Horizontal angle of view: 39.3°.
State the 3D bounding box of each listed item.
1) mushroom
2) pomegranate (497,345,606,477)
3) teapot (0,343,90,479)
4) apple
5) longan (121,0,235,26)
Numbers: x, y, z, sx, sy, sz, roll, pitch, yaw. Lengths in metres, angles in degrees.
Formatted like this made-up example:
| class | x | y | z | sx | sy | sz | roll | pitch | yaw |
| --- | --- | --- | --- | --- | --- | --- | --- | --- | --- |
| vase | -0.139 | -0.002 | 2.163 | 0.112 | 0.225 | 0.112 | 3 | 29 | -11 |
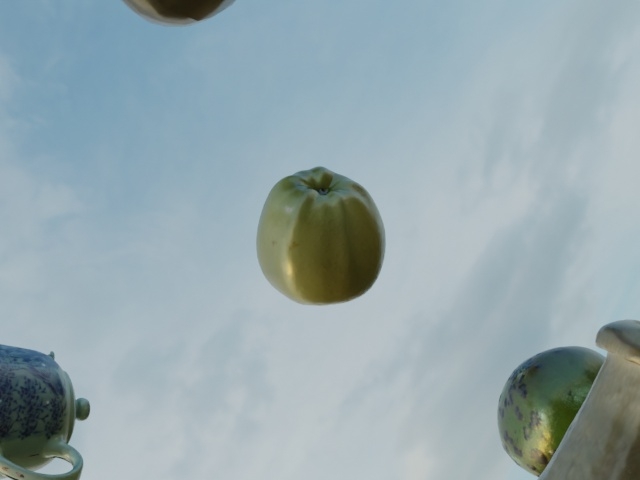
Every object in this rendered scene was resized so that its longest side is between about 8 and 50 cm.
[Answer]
| class | x | y | z | sx | sy | sz | roll | pitch | yaw |
| --- | --- | --- | --- | --- | --- | --- | --- | --- | --- |
| mushroom | 0.155 | 0.167 | 0.516 | 0.108 | 0.096 | 0.247 | -61 | -6 | -73 |
| pomegranate | 0.288 | 0.211 | 1.003 | 0.159 | 0.205 | 0.159 | -16 | -50 | -20 |
| teapot | -0.330 | 0.194 | 1.011 | 0.159 | 0.232 | 0.159 | -14 | -55 | -21 |
| apple | 0.000 | 0.000 | 1.254 | 0.200 | 0.200 | 0.200 | -33 | -40 | -33 |
| longan | -0.263 | -0.550 | 1.428 | 0.404 | 0.336 | 0.405 | -7 | -76 | -28 |
